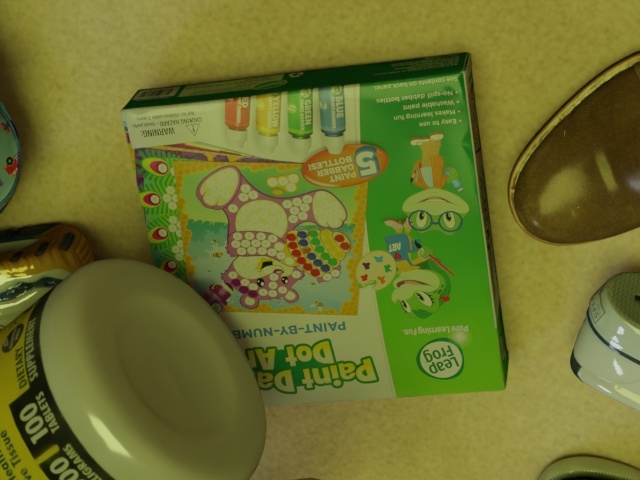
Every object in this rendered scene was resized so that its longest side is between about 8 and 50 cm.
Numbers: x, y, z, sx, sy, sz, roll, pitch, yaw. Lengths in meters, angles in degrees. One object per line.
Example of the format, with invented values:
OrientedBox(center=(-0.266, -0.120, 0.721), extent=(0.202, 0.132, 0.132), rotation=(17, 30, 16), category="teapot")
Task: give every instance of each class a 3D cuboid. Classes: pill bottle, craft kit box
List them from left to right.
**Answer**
OrientedBox(center=(-0.215, 0.172, 0.997), extent=(0.334, 0.188, 0.188), rotation=(-37, 101, 26), category="pill bottle")
OrientedBox(center=(0.000, 0.000, 1.009), extent=(0.250, 0.061, 0.247), rotation=(-6, 114, 12), category="craft kit box")

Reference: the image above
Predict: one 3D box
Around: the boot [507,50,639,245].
OrientedBox(center=(0.254, -0.071, 0.892), extent=(0.305, 0.115, 0.112), rotation=(-27, 107, 23), category="boot")

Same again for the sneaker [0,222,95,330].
OrientedBox(center=(-0.312, 0.073, 1.091), extent=(0.296, 0.112, 0.131), rotation=(-4, 113, 16), category="sneaker")

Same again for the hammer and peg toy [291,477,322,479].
OrientedBox(center=(-0.146, 0.293, 0.918), extent=(0.361, 0.127, 0.266), rotation=(-16, 150, -5), category="hammer and peg toy")

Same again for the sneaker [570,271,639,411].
OrientedBox(center=(0.303, 0.109, 0.985), extent=(0.258, 0.094, 0.091), rotation=(27, 135, 5), category="sneaker")

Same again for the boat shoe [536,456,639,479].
OrientedBox(center=(0.320, 0.262, 1.024), extent=(0.340, 0.113, 0.127), rotation=(21, 116, 3), category="boat shoe")

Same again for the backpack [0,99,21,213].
OrientedBox(center=(-0.294, -0.069, 0.998), extent=(0.173, 0.158, 0.117), rotation=(57, 157, -20), category="backpack")
